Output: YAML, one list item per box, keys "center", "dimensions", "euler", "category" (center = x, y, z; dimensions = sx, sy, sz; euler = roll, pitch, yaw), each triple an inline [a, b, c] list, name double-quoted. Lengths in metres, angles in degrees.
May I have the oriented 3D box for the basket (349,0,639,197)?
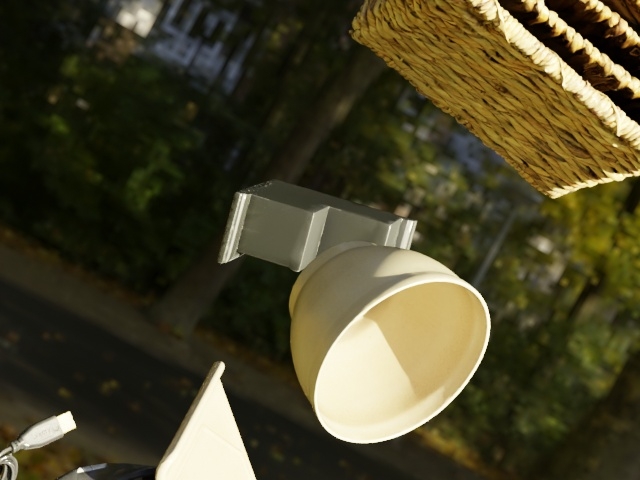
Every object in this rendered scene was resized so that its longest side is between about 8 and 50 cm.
- center: [0.223, -0.210, 1.563]
  dimensions: [0.299, 0.213, 0.223]
  euler: [38, -19, -15]
  category: "basket"

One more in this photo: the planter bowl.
- center: [0.041, 0.067, 1.339]
  dimensions: [0.162, 0.162, 0.109]
  euler: [30, 15, -46]
  category: "planter bowl"

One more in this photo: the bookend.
- center: [0.000, 0.000, 1.614]
  dimensions: [0.157, 0.072, 0.156]
  euler: [16, 10, 9]
  category: "bookend"

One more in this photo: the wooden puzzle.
- center: [-0.119, 0.281, 1.772]
  dimensions: [0.044, 0.239, 0.221]
  euler: [-7, 22, 16]
  category: "wooden puzzle"

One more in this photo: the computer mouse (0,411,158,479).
- center: [-0.260, 0.247, 1.696]
  dimensions: [0.262, 0.184, 0.060]
  euler: [-13, 29, -41]
  category: "computer mouse"
